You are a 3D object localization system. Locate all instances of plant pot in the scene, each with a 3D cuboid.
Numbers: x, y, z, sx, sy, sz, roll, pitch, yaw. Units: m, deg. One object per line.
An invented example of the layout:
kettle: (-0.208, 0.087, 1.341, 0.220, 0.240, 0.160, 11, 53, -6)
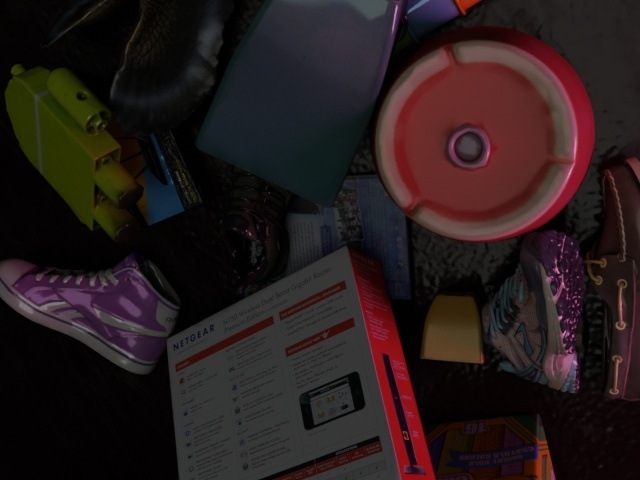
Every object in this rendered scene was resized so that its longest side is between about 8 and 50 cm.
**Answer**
plant pot: (0.172, -0.112, 0.845, 0.274, 0.243, 0.275, 2, 100, 13)
plant pot: (0.178, 0.110, 1.003, 0.081, 0.081, 0.083, 3, 95, 16)
plant pot: (-0.002, -0.195, 0.811, 0.165, 0.166, 0.234, 25, 131, -4)

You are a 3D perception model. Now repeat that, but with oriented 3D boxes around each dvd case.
dvd case: (0.000, 0.000, 1.056, 0.253, 0.022, 0.180, -1, 104, 16)

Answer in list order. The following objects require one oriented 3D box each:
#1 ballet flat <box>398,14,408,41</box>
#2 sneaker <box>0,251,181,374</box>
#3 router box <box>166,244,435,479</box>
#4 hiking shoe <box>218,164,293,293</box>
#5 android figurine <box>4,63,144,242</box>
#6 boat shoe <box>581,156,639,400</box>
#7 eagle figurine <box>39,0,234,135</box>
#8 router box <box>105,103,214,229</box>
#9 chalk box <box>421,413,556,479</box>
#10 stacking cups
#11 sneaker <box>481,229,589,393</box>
ballet flat: (0.021, -0.303, 0.854, 0.203, 0.074, 0.074, 36, 112, -16)
sneaker: (-0.339, 0.063, 1.137, 0.282, 0.102, 0.161, 27, 107, -3)
router box: (-0.044, 0.212, 0.986, 0.335, 0.082, 0.301, -28, 58, 28)
hiking shoe: (-0.084, -0.047, 0.993, 0.086, 0.114, 0.227, 1, 105, 16)
android figurine: (-0.341, -0.126, 1.040, 0.273, 0.056, 0.248, 46, 147, 16)
boat shoe: (0.366, 0.055, 0.916, 0.091, 0.109, 0.305, -10, 105, 14)
eagle figurine: (-0.220, -0.318, 0.963, 0.225, 0.226, 0.298, 11, 138, -20)
router box: (-0.248, -0.116, 1.085, 0.133, 0.046, 0.179, -21, 97, 20)
chalk box: (0.201, 0.364, 0.946, 0.179, 0.289, 0.180, -11, 101, 18)
stacking cups: (0.124, -0.293, 0.917, 0.316, 0.096, 0.096, -29, 94, 16)
sneaker: (0.246, 0.094, 0.907, 0.122, 0.110, 0.283, 5, 142, 25)
